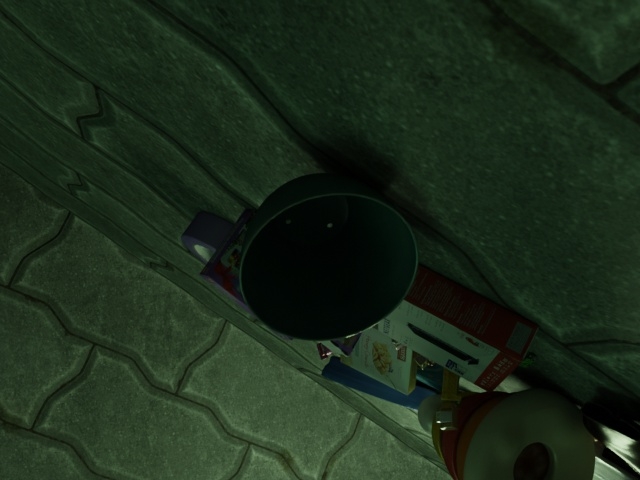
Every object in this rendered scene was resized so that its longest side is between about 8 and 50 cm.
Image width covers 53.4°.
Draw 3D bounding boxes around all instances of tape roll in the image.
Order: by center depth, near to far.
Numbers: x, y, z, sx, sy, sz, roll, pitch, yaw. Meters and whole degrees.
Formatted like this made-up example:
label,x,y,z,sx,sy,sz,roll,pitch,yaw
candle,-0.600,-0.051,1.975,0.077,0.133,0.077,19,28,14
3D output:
label,x,y,z,sx,sy,sz,roll,pitch,yaw
tape roll,-0.271,0.033,1.870,0.275,0.090,0.275,30,162,11

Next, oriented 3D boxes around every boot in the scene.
label,x,y,z,sx,sy,sz,roll,pitch,yaw
boot,0.647,0.419,1.289,0.248,0.090,0.207,30,175,33

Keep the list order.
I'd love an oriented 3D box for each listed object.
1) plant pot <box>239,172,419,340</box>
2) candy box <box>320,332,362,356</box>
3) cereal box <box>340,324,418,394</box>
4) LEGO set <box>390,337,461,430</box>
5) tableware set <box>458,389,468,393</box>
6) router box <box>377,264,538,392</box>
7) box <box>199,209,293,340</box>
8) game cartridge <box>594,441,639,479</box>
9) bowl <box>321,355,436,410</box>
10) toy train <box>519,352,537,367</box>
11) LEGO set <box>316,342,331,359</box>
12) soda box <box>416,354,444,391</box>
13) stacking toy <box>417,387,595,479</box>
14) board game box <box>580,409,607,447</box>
label,x,y,z,sx,sy,sz,roll,pitch,yaw
plant pot,0.000,0.000,1.093,0.290,0.290,0.195,44,-165,-31
candy box,0.030,0.165,1.577,0.196,0.165,0.070,44,157,-30
cereal box,0.164,0.313,1.799,0.240,0.047,0.173,20,122,35
LEGO set,0.294,0.330,1.561,0.287,0.132,0.107,61,-179,36
tableware set,0.476,0.521,1.970,0.128,0.039,0.194,12,153,48
router box,0.274,0.189,1.365,0.301,0.082,0.335,28,162,15
box,-0.131,0.089,1.594,0.293,0.201,0.057,43,160,-27
game cartridge,0.764,0.592,1.651,0.297,0.062,0.198,32,166,3
bowl,0.197,0.472,2.105,0.391,0.077,0.391,18,172,3
toy train,0.445,0.259,1.368,0.024,0.017,0.083,20,160,9
LEGO set,0.027,0.208,1.786,0.093,0.087,0.227,-31,73,55
soda box,0.289,0.360,1.816,0.210,0.067,0.071,22,159,30
stacking toy,0.405,0.495,1.609,0.351,0.350,0.480,39,170,-18
board game box,0.663,0.455,1.490,0.169,0.033,0.133,44,160,-32
